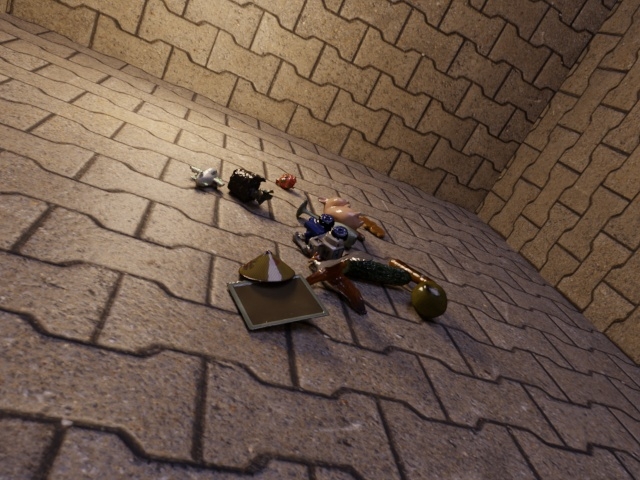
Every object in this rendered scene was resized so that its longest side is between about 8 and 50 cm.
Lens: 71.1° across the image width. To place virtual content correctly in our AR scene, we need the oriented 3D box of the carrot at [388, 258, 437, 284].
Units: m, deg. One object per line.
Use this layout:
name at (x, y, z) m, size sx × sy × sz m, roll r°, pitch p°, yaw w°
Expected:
carrot at (0.423, 0.161, 2.033) m, size 0.066 × 0.066 × 0.314 m, roll 11°, pitch 14°, yaw -36°

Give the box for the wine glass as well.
wine glass at (-0.005, -0.032, 2.070) m, size 0.310 × 0.096 × 0.264 m, roll 33°, pitch 43°, yaw 10°

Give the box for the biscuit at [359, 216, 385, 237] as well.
biscuit at (0.288, -0.076, 2.512) m, size 0.184 × 0.027 × 0.133 m, roll 34°, pitch 22°, yaw 10°

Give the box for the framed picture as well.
framed picture at (-0.134, 0.188, 1.403) m, size 0.275 × 0.017 × 0.217 m, roll -4°, pitch 36°, yaw -29°

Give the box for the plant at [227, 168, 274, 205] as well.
plant at (-0.317, -0.241, 2.044) m, size 0.203 × 0.131 × 0.142 m, roll 31°, pitch 19°, yaw 4°

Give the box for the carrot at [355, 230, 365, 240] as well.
carrot at (0.183, -0.036, 2.303) m, size 0.035 × 0.035 × 0.142 m, roll 1°, pitch 30°, yaw -47°

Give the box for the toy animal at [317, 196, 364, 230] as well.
toy animal at (0.100, -0.127, 2.253) m, size 0.154 × 0.166 × 0.250 m, roll -25°, pitch 38°, yaw -12°

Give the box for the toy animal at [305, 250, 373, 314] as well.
toy animal at (0.013, 0.143, 1.666) m, size 0.285 × 0.224 × 0.302 m, roll -9°, pitch 24°, yaw -25°

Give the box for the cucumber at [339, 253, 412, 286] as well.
cucumber at (0.246, 0.135, 1.923) m, size 0.360 × 0.096 × 0.096 m, roll 15°, pitch 26°, yaw -30°

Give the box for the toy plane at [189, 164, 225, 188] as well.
toy plane at (-0.506, -0.284, 1.991) m, size 0.174 × 0.080 × 0.174 m, roll 24°, pitch 20°, yaw -10°

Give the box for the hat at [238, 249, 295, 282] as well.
hat at (-0.178, 0.072, 1.507) m, size 0.193 × 0.082 × 0.193 m, roll 4°, pitch 14°, yaw -1°

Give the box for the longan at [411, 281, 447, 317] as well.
longan at (0.455, 0.252, 1.864) m, size 0.154 × 0.145 × 0.176 m, roll -81°, pitch 150°, yaw -47°

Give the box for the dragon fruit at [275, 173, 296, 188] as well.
dragon fruit at (-0.189, -0.321, 2.434) m, size 0.116 × 0.080 × 0.086 m, roll -3°, pitch 32°, yaw -10°

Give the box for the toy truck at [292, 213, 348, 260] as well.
toy truck at (0.000, 0.000, 1.893) m, size 0.177 × 0.161 × 0.213 m, roll -18°, pitch 48°, yaw -35°
